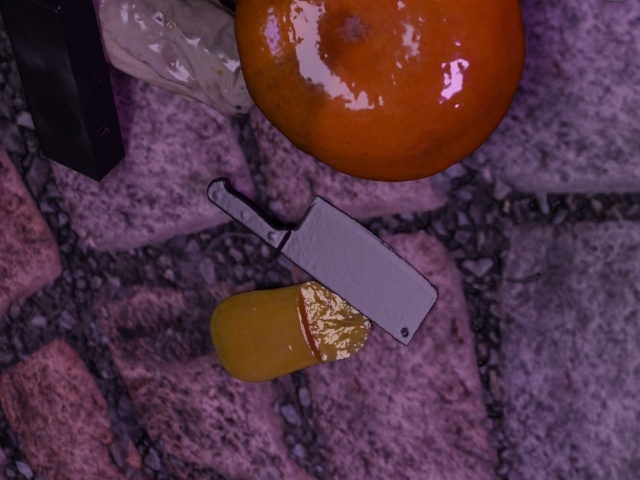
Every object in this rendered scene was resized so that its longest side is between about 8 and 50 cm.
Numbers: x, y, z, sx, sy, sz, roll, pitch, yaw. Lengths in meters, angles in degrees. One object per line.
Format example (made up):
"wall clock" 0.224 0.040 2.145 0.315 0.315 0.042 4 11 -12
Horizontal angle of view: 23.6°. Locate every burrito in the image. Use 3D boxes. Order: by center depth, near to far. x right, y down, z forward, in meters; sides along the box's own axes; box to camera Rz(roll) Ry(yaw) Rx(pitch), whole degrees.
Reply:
"burrito" -0.176 -0.206 1.416 0.392 0.076 0.117 28 143 20

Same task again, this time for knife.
"knife" 0.000 0.000 1.418 0.245 0.019 0.072 35 107 15

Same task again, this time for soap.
"soap" -0.034 0.083 1.453 0.169 0.033 0.089 -19 95 32

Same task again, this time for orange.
"orange" 0.048 -0.165 1.236 0.240 0.171 0.240 0 96 3

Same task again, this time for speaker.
"speaker" -0.241 -0.156 1.429 0.082 0.044 0.218 25 145 24
